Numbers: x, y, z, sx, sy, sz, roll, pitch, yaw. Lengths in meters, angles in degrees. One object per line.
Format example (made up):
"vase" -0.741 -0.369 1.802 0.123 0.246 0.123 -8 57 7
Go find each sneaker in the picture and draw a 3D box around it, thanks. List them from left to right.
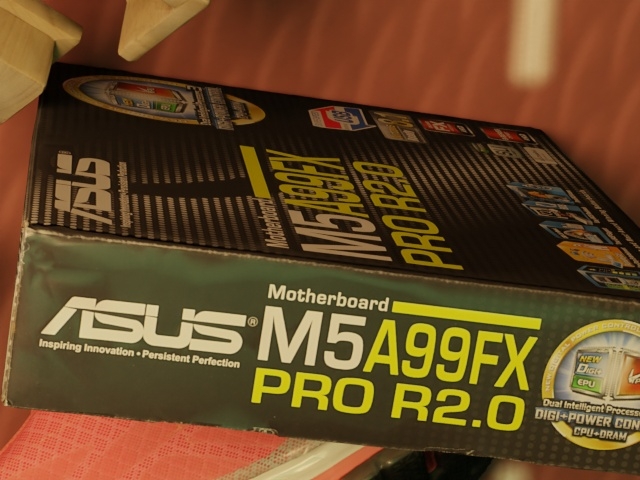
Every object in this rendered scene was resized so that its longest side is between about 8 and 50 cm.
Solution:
"sneaker" -0.052 0.087 0.817 0.314 0.116 0.136 -30 68 -13

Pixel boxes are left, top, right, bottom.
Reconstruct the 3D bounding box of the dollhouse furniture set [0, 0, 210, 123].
"dollhouse furniture set" -0.249 -0.141 0.756 0.303 0.173 0.355 31 138 -29

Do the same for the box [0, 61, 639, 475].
"box" 0.000 0.000 0.719 0.216 0.270 0.060 8 104 -8
